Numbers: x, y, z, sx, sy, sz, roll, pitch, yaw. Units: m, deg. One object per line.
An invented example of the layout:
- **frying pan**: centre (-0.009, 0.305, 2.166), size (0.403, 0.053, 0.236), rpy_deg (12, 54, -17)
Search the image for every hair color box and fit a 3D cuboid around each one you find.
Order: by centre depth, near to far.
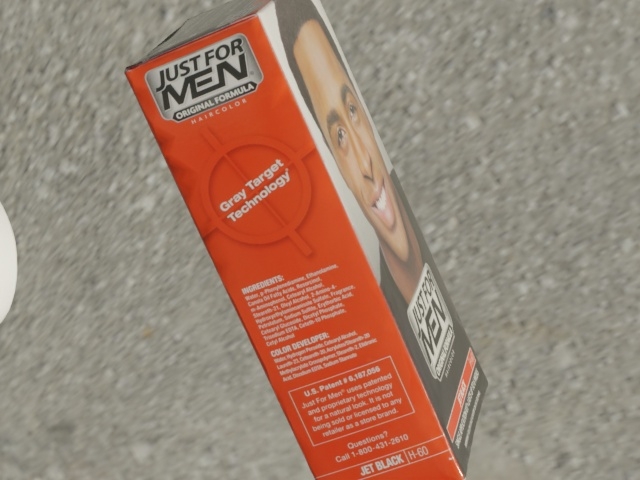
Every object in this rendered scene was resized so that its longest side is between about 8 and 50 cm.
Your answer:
- **hair color box**: centre (0.000, 0.000, 0.503), size (0.043, 0.072, 0.141), rpy_deg (-21, 104, 16)

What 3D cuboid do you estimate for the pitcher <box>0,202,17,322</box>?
- **pitcher**: centre (-0.247, 0.036, 0.863), size (0.207, 0.125, 0.177), rpy_deg (-8, 52, -42)
